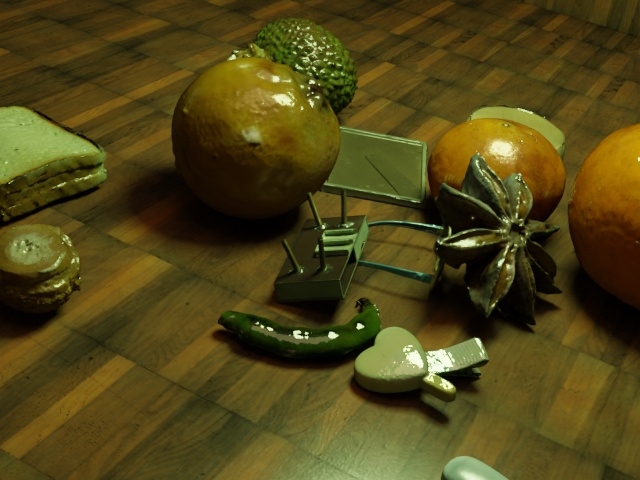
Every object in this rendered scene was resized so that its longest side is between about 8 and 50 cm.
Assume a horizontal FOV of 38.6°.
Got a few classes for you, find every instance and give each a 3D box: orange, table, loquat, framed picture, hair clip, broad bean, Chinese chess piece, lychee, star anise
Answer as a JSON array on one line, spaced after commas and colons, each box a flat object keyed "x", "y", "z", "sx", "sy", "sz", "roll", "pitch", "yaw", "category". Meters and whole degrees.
[{"x": 0.361, "y": -0.136, "z": 1.889, "sx": 0.284, "sy": 0.226, "sz": 0.284, "roll": 9, "pitch": 26, "yaw": -4, "category": "orange"}, {"x": 0.000, "y": 0.000, "z": 1.642, "sx": 0.122, "sy": 0.111, "sz": 0.240, "roll": -4, "pitch": 27, "yaw": 17, "category": "table"}, {"x": -0.127, "y": -0.200, "z": 1.773, "sx": 0.329, "sy": 0.328, "sz": 0.328, "roll": 7, "pitch": 32, "yaw": -4, "category": "loquat"}, {"x": 0.129, "y": -0.173, "z": 2.072, "sx": 0.232, "sy": 0.024, "sz": 0.315, "roll": 11, "pitch": 31, "yaw": 1, "category": "framed picture"}, {"x": 0.161, "y": 0.203, "z": 1.447, "sx": 0.219, "sy": 0.071, "sz": 0.159, "roll": -5, "pitch": 37, "yaw": -16, "category": "hair clip"}, {"x": -0.014, "y": 0.146, "z": 1.504, "sx": 0.292, "sy": 0.049, "sz": 0.144, "roll": -5, "pitch": 29, "yaw": -27, "category": "broad bean"}, {"x": 0.457, "y": -0.230, "z": 2.180, "sx": 0.250, "sy": 0.103, "sz": 0.249, "roll": 8, "pitch": 33, "yaw": -5, "category": "Chinese chess piece"}, {"x": 0.668, "y": -0.028, "z": 1.706, "sx": 0.424, "sy": 0.326, "sz": 0.424, "roll": 19, "pitch": 26, "yaw": -10, "category": "orange"}, {"x": -0.063, "y": -0.393, "z": 2.151, "sx": 0.320, "sy": 0.270, "sz": 0.270, "roll": 34, "pitch": 24, "yaw": -23, "category": "lychee"}, {"x": 0.318, "y": 0.002, "z": 1.656, "sx": 0.332, "sy": 0.331, "sz": 0.118, "roll": -25, "pitch": 4, "yaw": -43, "category": "star anise"}]

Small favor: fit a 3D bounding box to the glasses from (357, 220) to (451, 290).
[{"x": 0.143, "y": 0.031, "z": 1.738, "sx": 0.221, "sy": 0.088, "sz": 0.189, "roll": -4, "pitch": 30, "yaw": 15, "category": "glasses"}]

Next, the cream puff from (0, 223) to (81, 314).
[{"x": -0.457, "y": 0.051, "z": 1.462, "sx": 0.150, "sy": 0.115, "sz": 0.165, "roll": -2, "pitch": 42, "yaw": -6, "category": "cream puff"}]

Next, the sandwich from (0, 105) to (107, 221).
[{"x": -0.599, "y": -0.163, "z": 1.782, "sx": 0.301, "sy": 0.099, "sz": 0.271, "roll": 27, "pitch": 31, "yaw": 30, "category": "sandwich"}]

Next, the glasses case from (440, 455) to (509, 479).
[{"x": 0.243, "y": 0.356, "z": 1.235, "sx": 0.067, "sy": 0.045, "sz": 0.178, "roll": -22, "pitch": 43, "yaw": -41, "category": "glasses case"}]
